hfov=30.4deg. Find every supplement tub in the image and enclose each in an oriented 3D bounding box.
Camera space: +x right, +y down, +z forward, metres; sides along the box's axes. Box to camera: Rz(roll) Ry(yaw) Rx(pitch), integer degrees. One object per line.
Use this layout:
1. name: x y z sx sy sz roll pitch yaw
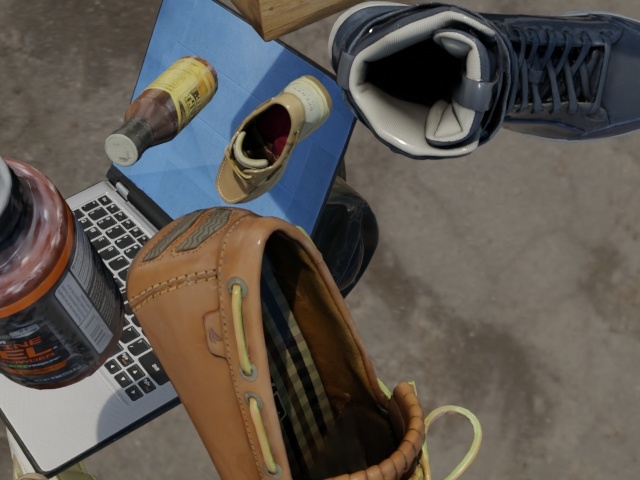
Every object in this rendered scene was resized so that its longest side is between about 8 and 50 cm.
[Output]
1. supplement tub: -0.199 0.017 0.753 0.106 0.106 0.198 -55 159 -19

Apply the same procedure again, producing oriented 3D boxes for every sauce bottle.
1. sauce bottle: -0.116 -0.093 0.859 0.042 0.042 0.128 64 33 -23

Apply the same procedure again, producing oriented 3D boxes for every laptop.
1. laptop: -0.211 -0.040 1.216 0.407 0.382 0.236 -29 132 -21

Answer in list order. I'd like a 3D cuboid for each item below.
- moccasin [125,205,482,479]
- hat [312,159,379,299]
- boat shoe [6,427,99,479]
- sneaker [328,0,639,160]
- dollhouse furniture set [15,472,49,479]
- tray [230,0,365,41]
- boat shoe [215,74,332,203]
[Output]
1. moccasin: 0.016 0.141 0.802 0.139 0.147 0.380 -41 118 -41
2. hat: 0.000 0.000 1.587 0.331 0.134 0.331 -44 146 -40
3. boat shoe: -0.390 0.335 1.663 0.113 0.302 0.103 23 103 -36
4. sneaker: 0.117 -0.089 0.665 0.226 0.163 0.086 3 104 -1
5. dollhouse furniture set: -0.149 0.277 0.981 0.161 0.212 0.242 -43 102 -27
6. tray: 0.092 -0.296 0.856 0.410 0.203 0.076 -26 143 -15
7. boat shoe: -0.045 -0.068 0.850 0.050 0.135 0.045 49 43 9
